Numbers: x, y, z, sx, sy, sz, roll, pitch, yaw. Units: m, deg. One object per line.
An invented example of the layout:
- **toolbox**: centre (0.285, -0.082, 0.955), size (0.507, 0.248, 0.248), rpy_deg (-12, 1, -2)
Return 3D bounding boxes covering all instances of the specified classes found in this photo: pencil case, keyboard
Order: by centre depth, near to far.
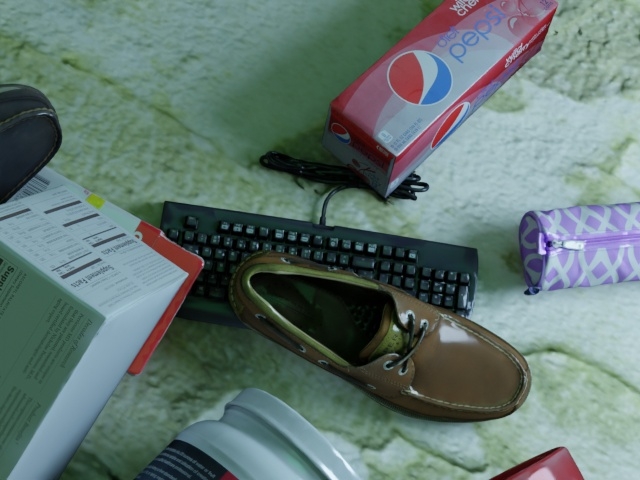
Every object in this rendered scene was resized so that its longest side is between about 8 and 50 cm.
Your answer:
- **keyboard**: centre (0.000, 0.000, 1.605), size (0.317, 0.033, 0.201), rpy_deg (9, 69, -5)
- **pencil case**: centre (0.297, 0.001, 1.611), size (0.206, 0.088, 0.086), rpy_deg (-7, 73, -10)

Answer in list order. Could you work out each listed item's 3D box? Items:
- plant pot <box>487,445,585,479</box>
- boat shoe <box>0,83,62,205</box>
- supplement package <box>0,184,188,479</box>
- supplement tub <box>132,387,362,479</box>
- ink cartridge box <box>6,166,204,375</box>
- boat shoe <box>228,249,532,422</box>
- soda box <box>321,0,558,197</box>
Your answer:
- **plant pot**: centre (0.174, 0.298, 1.438), size (0.191, 0.191, 0.174), rpy_deg (-28, 83, -16)
- **boat shoe**: centre (-0.355, 0.007, 1.400), size (0.355, 0.132, 0.130), rpy_deg (-40, 60, -14)
- **supplement package**: centre (-0.263, 0.109, 1.383), size (0.145, 0.204, 0.262), rpy_deg (36, 105, 6)
- **supplement tub**: centre (-0.101, 0.280, 1.405), size (0.191, 0.191, 0.272), rpy_deg (43, 71, 9)
- **ink cartridge box**: centre (-0.237, 0.021, 1.530), size (0.231, 0.078, 0.134), rpy_deg (30, 82, 3)
- **boat shoe**: centre (0.057, 0.098, 1.522), size (0.307, 0.104, 0.110), rpy_deg (18, 83, -3)
- **soda box**: centre (0.122, -0.167, 1.635), size (0.092, 0.083, 0.263), rpy_deg (39, 65, 14)
